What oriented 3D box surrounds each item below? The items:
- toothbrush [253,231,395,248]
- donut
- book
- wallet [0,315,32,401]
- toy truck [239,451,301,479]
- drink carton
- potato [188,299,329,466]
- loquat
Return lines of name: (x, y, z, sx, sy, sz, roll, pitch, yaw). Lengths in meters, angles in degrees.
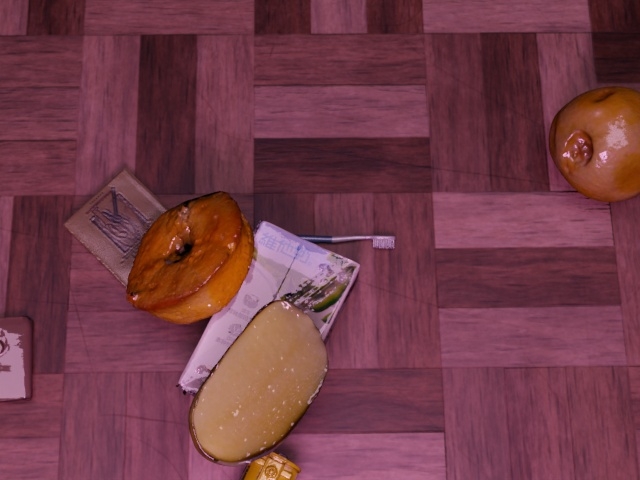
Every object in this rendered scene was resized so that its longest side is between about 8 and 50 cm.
toothbrush: (0.000, 0.000, 1.893, 0.276, 0.019, 0.025, 2, 80, -1)
donut: (-0.219, 0.031, 1.744, 0.118, 0.253, 0.253, 39, 71, -32)
book: (-0.335, -0.003, 1.882, 0.231, 0.026, 0.161, 43, 76, 11)
wallet: (-0.562, 0.208, 1.805, 0.118, 0.039, 0.152, -5, 74, -5)
toy truck: (-0.117, 0.454, 1.696, 0.098, 0.114, 0.226, 26, 74, 6)
drink carton: (-0.086, 0.157, 1.779, 0.194, 0.132, 0.324, 25, 75, 5)
potato: (-0.105, 0.232, 1.631, 0.160, 0.111, 0.271, 38, 71, -12)
loquat: (0.526, -0.175, 1.868, 0.213, 0.213, 0.213, 0, 72, -1)
